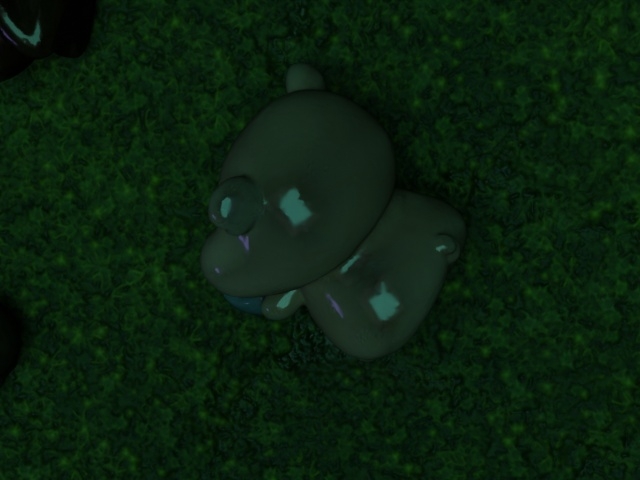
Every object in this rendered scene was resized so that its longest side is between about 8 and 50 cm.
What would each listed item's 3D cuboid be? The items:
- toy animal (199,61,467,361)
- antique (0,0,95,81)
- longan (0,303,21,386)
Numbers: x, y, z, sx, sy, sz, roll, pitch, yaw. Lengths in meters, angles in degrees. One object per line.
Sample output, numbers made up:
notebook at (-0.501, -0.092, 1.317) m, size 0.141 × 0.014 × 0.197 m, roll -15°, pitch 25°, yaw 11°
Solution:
toy animal at (0.015, -0.006, 1.369) m, size 0.221 × 0.210 × 0.229 m, roll 19°, pitch 133°, yaw 11°
antique at (-0.274, -0.270, 1.409) m, size 0.143 × 0.121 × 0.256 m, roll 15°, pitch 98°, yaw 6°
longan at (-0.340, 0.105, 1.481) m, size 0.106 × 0.106 × 0.119 m, roll -30°, pitch 133°, yaw 9°
